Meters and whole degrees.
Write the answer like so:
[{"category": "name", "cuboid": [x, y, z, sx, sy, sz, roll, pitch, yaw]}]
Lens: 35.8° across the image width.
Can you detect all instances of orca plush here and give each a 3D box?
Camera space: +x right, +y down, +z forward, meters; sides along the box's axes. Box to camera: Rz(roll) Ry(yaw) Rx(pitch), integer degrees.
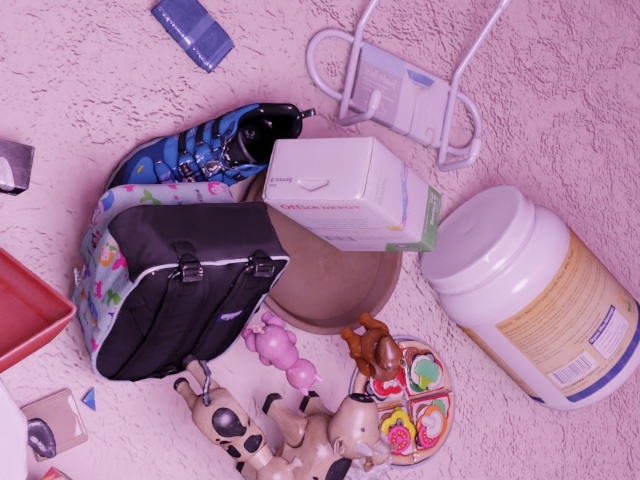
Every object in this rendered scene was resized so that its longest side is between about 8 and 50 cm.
[{"category": "orca plush", "cuboid": [-0.380, 0.263, 1.132, 0.151, 0.102, 0.287, -34, 122, -27]}]

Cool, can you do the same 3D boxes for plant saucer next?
[{"category": "plant saucer", "cuboid": [0.000, 0.000, 1.443, 0.278, 0.041, 0.277, 6, 79, -31]}, {"category": "plant saucer", "cuboid": [-0.432, 0.099, 1.062, 0.258, 0.259, 0.047, -35, 136, -31]}]

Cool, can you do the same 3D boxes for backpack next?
[{"category": "backpack", "cuboid": [-0.185, 0.055, 1.200, 0.225, 0.253, 0.191, -5, 48, -36]}]

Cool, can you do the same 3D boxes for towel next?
[{"category": "towel", "cuboid": [-0.178, -0.294, 1.379, 0.119, 0.029, 0.067, 48, 61, -18]}]

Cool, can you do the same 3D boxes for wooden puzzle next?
[{"category": "wooden puzzle", "cuboid": [-0.328, 0.227, 1.217, 0.116, 0.014, 0.078, -13, 95, -33]}]

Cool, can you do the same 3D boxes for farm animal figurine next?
[{"category": "farm animal figurine", "cuboid": [-0.014, 0.250, 1.246, 0.330, 0.172, 0.326, -14, 129, -31]}]

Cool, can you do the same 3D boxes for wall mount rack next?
[{"category": "wall mount rack", "cuboid": [0.162, -0.283, 1.533, 0.350, 0.130, 0.304, 21, 72, -29]}]

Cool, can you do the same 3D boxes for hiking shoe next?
[{"category": "hiking shoe", "cuboid": [-0.154, -0.110, 1.305, 0.304, 0.132, 0.113, -38, 103, -30]}]

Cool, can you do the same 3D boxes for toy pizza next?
[{"category": "toy pizza", "cuboid": [0.132, 0.244, 1.494, 0.201, 0.032, 0.201, 5, 80, -32]}]

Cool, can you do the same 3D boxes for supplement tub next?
[{"category": "supplement tub", "cuboid": [0.327, 0.088, 1.525, 0.316, 0.228, 0.228, 44, 63, -20]}]

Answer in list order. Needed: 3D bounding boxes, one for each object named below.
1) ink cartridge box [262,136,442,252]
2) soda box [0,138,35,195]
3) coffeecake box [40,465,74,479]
[{"category": "ink cartridge box", "cuboid": [0.047, -0.057, 1.321, 0.212, 0.154, 0.093, 29, 67, -54]}, {"category": "soda box", "cuboid": [-0.431, -0.100, 1.175, 0.169, 0.053, 0.060, 12, 76, -30]}, {"category": "coffeecake box", "cuboid": [-0.298, 0.359, 1.062, 0.185, 0.142, 0.068, -52, 128, -15]}]
